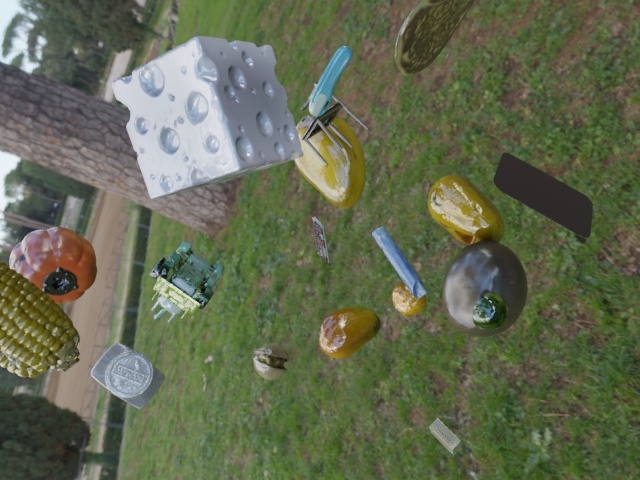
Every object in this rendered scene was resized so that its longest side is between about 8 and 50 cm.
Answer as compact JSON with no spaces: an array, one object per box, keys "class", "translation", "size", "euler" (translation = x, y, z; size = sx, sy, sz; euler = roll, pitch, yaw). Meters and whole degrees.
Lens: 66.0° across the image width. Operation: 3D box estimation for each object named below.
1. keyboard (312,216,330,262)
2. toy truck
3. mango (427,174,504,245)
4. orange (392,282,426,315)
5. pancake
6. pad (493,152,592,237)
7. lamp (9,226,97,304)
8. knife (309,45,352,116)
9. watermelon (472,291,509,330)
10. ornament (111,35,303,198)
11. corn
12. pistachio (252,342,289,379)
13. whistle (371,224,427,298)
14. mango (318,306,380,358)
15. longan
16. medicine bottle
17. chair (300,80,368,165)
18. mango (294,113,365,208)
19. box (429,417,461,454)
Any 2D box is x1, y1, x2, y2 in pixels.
[{"class":"keyboard","translation":[0.000,0.000,1.414],"size":[0.055,0.017,0.166],"euler":[50,162,35]},{"class":"toy truck","translation":[-0.314,0.099,1.111],"size":[0.135,0.128,0.259],"euler":[-51,11,11]},{"class":"mango","translation":[0.499,-0.097,1.668],"size":[0.182,0.253,0.365],"euler":[-47,19,6]},{"class":"orange","translation":[0.382,0.258,2.147],"size":[0.134,0.154,0.154],"euler":[-50,28,-3]},{"class":"pancake","translation":[0.219,-0.404,0.890],"size":[0.250,0.031,0.250],"euler":[-45,-11,-12]},{"class":"pad","translation":[0.562,-0.119,1.238],"size":[0.181,0.267,0.004],"euler":[-56,-6,-42]},{"class":"lamp","translation":[-0.639,0.057,1.186],"size":[0.164,0.187,0.188],"euler":[45,115,44]},{"class":"knife","translation":[0.029,-0.468,1.457],"size":[0.222,0.064,0.031],"euler":[-59,25,25]},{"class":"watermelon","translation":[0.453,0.192,1.296],"size":[0.106,0.105,0.062],"euler":[-70,23,5]},{"class":"ornament","translation":[-0.217,-0.242,0.996],"size":[0.239,0.239,0.240],"euler":[-12,99,30]},{"class":"corn","translation":[-0.541,0.103,0.808],"size":[0.130,0.347,0.130],"euler":[-33,24,17]},{"class":"pistachio","translation":[-0.144,0.344,1.419],"size":[0.149,0.113,0.113],"euler":[74,-161,-66]},{"class":"whistle","translation":[0.295,0.081,1.846],"size":[0.304,0.062,0.062],"euler":[57,133,14]},{"class":"mango","translation":[0.105,0.346,1.919],"size":[0.175,0.254,0.139],"euler":[51,156,16]},{"class":"longan","translation":[0.491,0.148,1.487],"size":[0.300,0.243,0.300],"euler":[-54,-20,-31]},{"class":"medicine bottle","translation":[-0.396,0.279,1.017],"size":[0.088,0.132,0.188],"euler":[-54,9,-27]},{"class":"chair","translation":[0.013,-0.454,1.894],"size":[0.166,0.272,0.188],"euler":[-39,-1,-25]},{"class":"mango","translation":[0.038,-0.341,2.115],"size":[0.301,0.220,0.445],"euler":[-27,76,28]},{"class":"box","translation":[0.322,0.506,1.276],"size":[0.035,0.079,0.083],"euler":[-41,57,-11]}]
